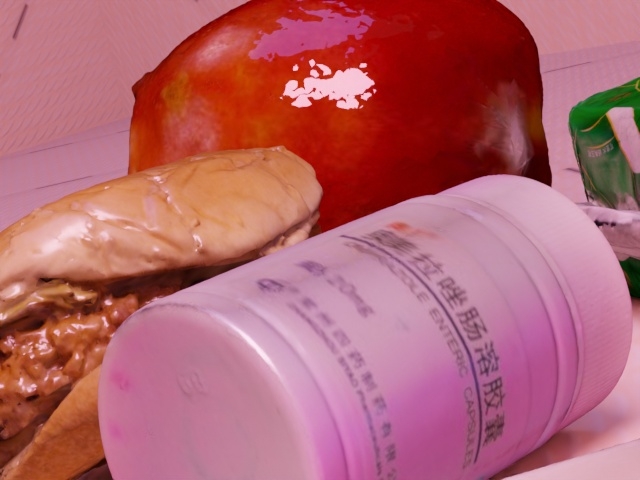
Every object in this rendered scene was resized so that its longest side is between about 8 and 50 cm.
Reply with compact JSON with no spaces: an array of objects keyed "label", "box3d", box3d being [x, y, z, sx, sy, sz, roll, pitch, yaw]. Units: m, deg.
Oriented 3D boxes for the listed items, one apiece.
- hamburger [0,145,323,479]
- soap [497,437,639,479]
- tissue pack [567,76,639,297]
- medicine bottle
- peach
[{"label":"hamburger","box3d":[-0.120,0.051,0.977,0.259,0.144,0.283,-32,-1,32]},{"label":"soap","box3d":[0.135,0.123,0.665,0.183,0.063,0.121,-14,11,-7]},{"label":"tissue pack","box3d":[0.246,-0.026,1.116,0.156,0.148,0.209,-24,13,-19]},{"label":"medicine bottle","box3d":[0.030,0.066,0.854,0.152,0.152,0.254,-2,14,45]},{"label":"peach","box3d":[0.013,-0.076,1.333,0.338,0.281,0.281,-8,10,5]}]
